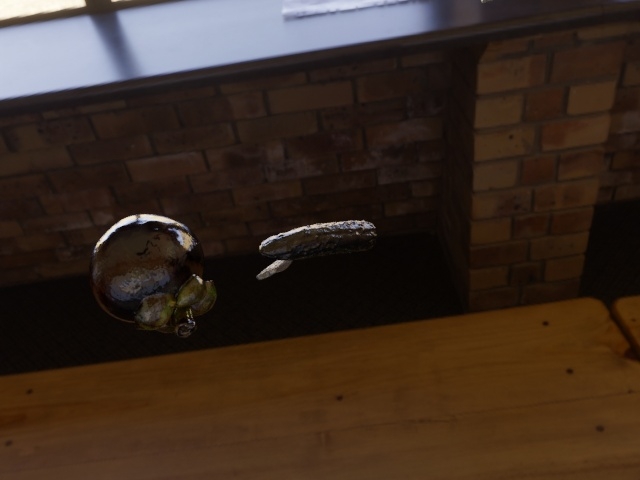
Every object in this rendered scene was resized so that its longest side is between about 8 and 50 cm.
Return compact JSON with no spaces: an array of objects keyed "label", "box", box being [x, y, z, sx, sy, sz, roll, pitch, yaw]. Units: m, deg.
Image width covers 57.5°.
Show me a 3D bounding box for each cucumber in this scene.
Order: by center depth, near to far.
[{"label":"cucumber","box":[0.000,0.000,1.284,0.303,0.081,0.072,-7,64,-42]}]

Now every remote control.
[{"label":"remote control","box":[-0.100,0.064,1.329,0.050,0.027,0.184,-26,3,11]}]

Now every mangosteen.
[{"label":"mangosteen","box":[-0.435,0.083,1.526,0.330,0.330,0.330,-6,38,5]}]

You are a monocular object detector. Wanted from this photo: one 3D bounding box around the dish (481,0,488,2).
[{"label":"dish","box":[0.448,-0.634,1.419,0.137,0.039,0.091,-7,44,45]}]
